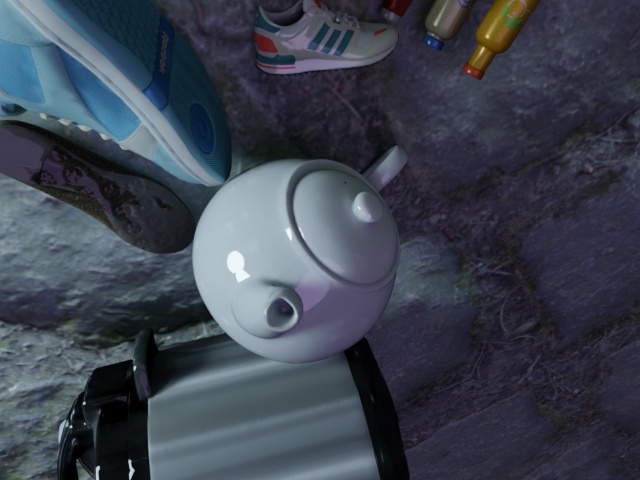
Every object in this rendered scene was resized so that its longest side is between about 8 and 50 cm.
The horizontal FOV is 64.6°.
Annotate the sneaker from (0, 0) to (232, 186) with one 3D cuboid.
[{"bbox_3d":[-0.237,-0.146,0.491,0.208,0.127,0.319,-13,145,17],"label":"sneaker"}]

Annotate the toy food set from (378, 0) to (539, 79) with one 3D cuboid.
[{"bbox_3d":[0.097,-0.255,0.503,0.232,0.111,0.104,10,122,-33],"label":"toy food set"}]

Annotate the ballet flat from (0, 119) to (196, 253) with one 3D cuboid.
[{"bbox_3d":[-0.254,-0.058,0.582,0.250,0.058,0.084,30,90,-38],"label":"ballet flat"}]

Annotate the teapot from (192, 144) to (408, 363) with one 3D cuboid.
[{"bbox_3d":[0.000,0.000,0.559,0.253,0.255,0.187,10,147,-37],"label":"teapot"}]

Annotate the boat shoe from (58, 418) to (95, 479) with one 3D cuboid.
[{"bbox_3d":[-0.295,0.399,0.849,0.121,0.119,0.335,-32,128,6],"label":"boat shoe"}]

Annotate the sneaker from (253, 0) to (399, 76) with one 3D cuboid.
[{"bbox_3d":[0.007,-0.224,0.534,0.161,0.057,0.075,-10,133,-7],"label":"sneaker"}]

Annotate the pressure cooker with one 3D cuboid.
[{"bbox_3d":[-0.120,0.312,0.689,0.421,0.369,0.375,-10,159,-9],"label":"pressure cooker"}]
